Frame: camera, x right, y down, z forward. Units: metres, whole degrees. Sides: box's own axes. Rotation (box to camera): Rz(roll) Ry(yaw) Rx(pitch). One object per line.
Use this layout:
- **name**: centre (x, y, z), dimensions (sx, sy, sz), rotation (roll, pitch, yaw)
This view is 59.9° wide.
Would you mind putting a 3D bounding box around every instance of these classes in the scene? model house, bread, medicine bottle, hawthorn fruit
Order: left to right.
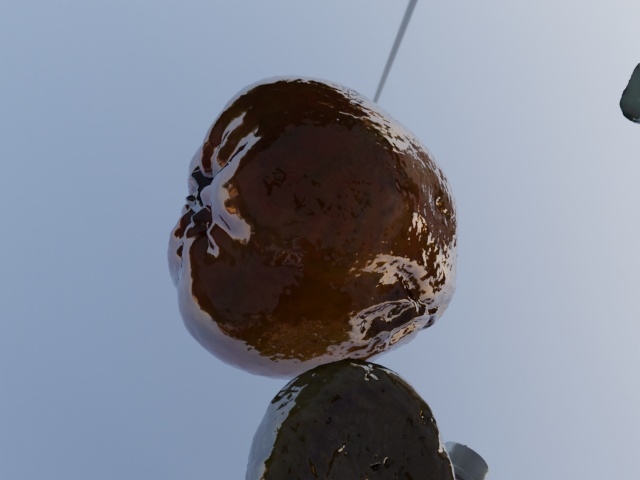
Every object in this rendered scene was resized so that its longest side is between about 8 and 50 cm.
- **hawthorn fruit**: centre (0.000, 0.000, 0.852), dimensions (0.473, 0.471, 0.471), rotation (4, -116, -9)
- **bread**: centre (0.025, 0.236, 0.542), dimensions (0.230, 0.123, 0.229), rotation (14, -117, -30)
- **medicine bottle**: centre (0.210, 0.492, 1.001), dimensions (0.147, 0.147, 0.247), rotation (38, -127, 9)
- **model house**: centre (0.485, -0.190, 0.756), dimensions (0.100, 0.101, 0.087), rotation (11, -77, -25)
